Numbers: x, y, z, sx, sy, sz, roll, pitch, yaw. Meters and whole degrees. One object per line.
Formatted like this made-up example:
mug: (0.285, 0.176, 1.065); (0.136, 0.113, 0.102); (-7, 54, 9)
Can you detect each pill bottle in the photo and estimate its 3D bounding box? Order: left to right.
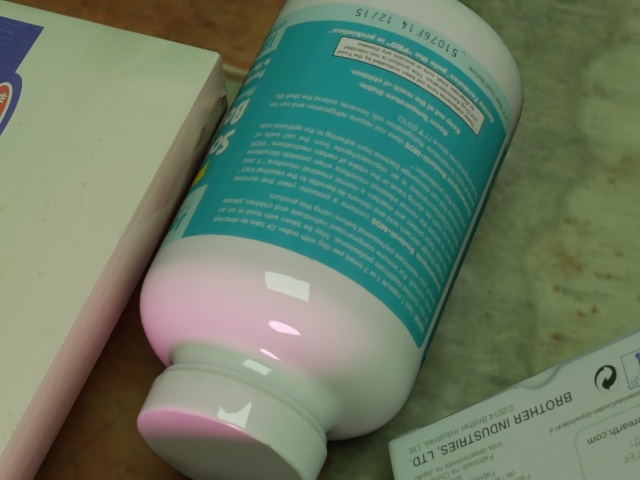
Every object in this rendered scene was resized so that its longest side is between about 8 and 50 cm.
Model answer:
pill bottle: (0.000, 0.000, 0.907); (0.146, 0.146, 0.264); (20, 60, 8)

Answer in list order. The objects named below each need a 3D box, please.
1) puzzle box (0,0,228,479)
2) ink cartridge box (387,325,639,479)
puzzle box: (-0.245, 0.033, 0.892); (0.272, 0.052, 0.409); (16, 56, 16)
ink cartridge box: (0.143, 0.203, 0.793); (0.186, 0.065, 0.311); (-28, 54, 28)
